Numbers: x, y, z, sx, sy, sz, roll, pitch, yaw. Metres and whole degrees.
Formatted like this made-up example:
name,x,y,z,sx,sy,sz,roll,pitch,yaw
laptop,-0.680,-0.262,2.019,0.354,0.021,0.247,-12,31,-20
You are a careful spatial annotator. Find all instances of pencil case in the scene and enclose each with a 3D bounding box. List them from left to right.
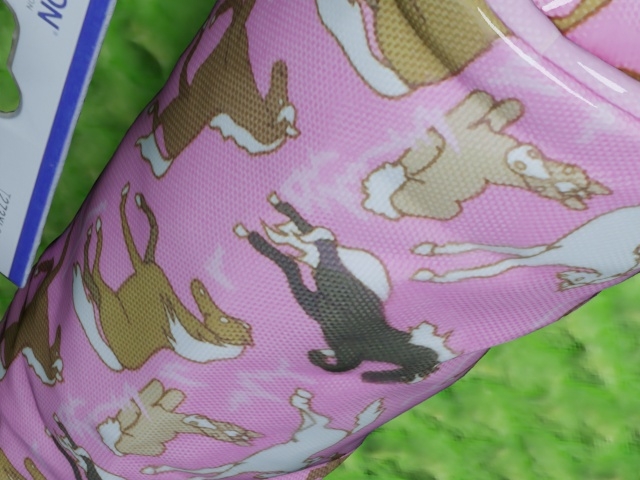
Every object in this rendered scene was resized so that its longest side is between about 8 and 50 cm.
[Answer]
name,x,y,z,sx,sy,sz,roll,pitch,yaw
pencil case,0.000,0.000,0.476,0.167,0.160,0.386,15,143,-26

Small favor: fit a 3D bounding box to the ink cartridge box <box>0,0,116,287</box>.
name,x,y,z,sx,sy,sz,roll,pitch,yaw
ink cartridge box,-0.212,-0.155,0.468,0.371,0.069,0.176,39,139,8
